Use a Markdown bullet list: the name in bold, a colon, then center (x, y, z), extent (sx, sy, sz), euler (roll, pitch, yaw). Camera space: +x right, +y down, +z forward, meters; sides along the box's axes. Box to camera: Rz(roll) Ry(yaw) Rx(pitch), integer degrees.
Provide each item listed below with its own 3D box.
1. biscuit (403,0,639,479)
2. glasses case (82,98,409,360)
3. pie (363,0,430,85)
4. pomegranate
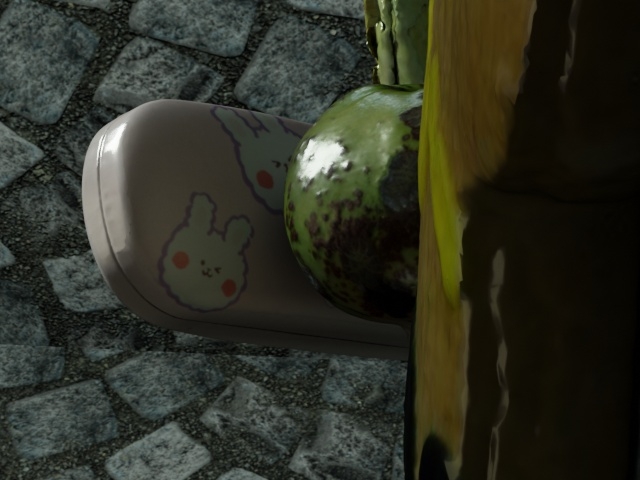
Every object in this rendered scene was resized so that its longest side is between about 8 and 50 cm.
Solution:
- **biscuit**: center (0.057, 0.005, 0.595), extent (0.368, 0.076, 0.394), euler (-82, -7, -70)
- **glasses case**: center (0.000, 0.000, 0.931), extent (0.297, 0.075, 0.113), euler (10, -118, -46)
- **pie**: center (0.080, -0.118, 1.151), extent (0.306, 0.071, 0.306), euler (-6, -90, -79)
- **pomegranate**: center (0.061, -0.004, 0.828), extent (0.125, 0.163, 0.138), euler (-49, 11, -5)
